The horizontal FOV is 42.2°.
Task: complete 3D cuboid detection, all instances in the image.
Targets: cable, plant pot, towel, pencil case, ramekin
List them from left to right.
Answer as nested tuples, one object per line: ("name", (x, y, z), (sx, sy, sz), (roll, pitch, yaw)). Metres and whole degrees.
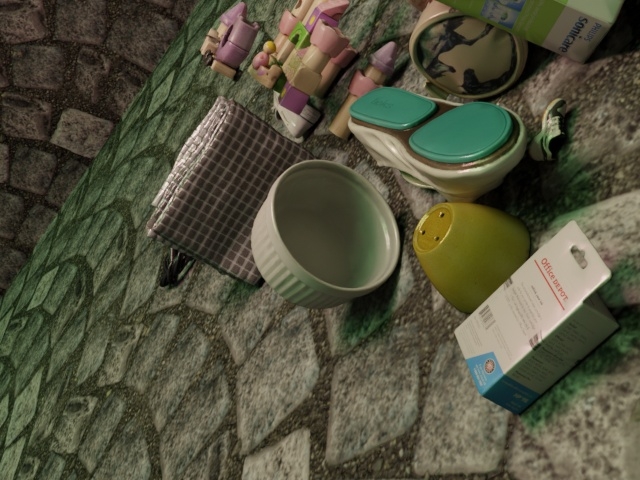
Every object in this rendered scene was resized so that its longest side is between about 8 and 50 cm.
("cable", (-0.318, 0.021, 1.873), (0.185, 0.047, 0.150), (-60, 26, 0))
("towel", (-0.152, -0.080, 1.487), (0.284, 0.235, 0.121), (-59, 32, 0))
("ramekin", (0.000, 0.000, 1.184), (0.109, 0.207, 0.207), (-42, 29, 50))
("plant pot", (0.168, 0.007, 0.996), (0.134, 0.095, 0.134), (-40, 33, 33))
("pencil case", (0.233, -0.398, 1.232), (0.183, 0.159, 0.410), (128, 159, -56))

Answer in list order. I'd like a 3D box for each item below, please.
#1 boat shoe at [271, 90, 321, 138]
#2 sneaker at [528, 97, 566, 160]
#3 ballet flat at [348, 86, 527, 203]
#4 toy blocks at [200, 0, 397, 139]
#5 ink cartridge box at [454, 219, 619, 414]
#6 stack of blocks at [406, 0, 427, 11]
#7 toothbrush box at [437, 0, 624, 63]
("boat shoe", (-0.070, -0.282, 1.717), (0.076, 0.083, 0.226), (-51, 28, 13))
("sneaker", (0.288, -0.133, 1.014), (0.037, 0.032, 0.083), (18, 83, 49))
("ballet flat", (0.163, -0.118, 1.107), (0.139, 0.139, 0.400), (-58, 27, 2))
("toy blocks", (-0.024, -0.391, 1.496), (0.260, 0.308, 0.289), (-56, 26, 19))
("ink cartridge box", (0.230, 0.079, 0.853), (0.180, 0.060, 0.104), (-48, 28, 22))
("stack of blocks", (0.171, -0.581, 1.551), (0.171, 0.087, 0.297), (-46, 39, 25))
("toothbrush box", (0.251, -0.382, 1.029), (0.122, 0.283, 0.206), (85, -151, -78))
